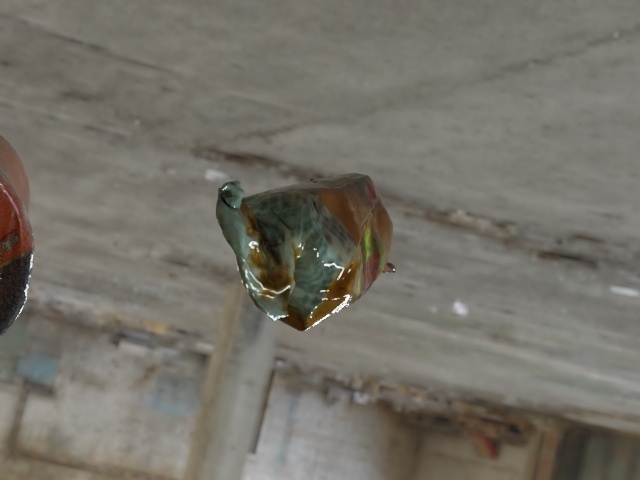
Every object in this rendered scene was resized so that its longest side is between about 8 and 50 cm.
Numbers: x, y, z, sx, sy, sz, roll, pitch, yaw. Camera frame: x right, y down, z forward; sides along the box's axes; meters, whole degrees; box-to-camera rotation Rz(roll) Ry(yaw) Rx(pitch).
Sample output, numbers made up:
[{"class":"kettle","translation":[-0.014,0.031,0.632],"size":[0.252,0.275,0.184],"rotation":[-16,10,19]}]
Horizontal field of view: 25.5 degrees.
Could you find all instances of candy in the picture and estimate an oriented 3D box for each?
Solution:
[{"class":"candy","translation":[0.000,0.000,0.503],"size":[0.046,0.053,0.182],"rotation":[-13,-178,11]}]

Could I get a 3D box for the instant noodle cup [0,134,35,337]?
[{"class":"instant noodle cup","translation":[-0.207,-0.011,0.754],"size":[0.127,0.127,0.136],"rotation":[14,-166,-8]}]
